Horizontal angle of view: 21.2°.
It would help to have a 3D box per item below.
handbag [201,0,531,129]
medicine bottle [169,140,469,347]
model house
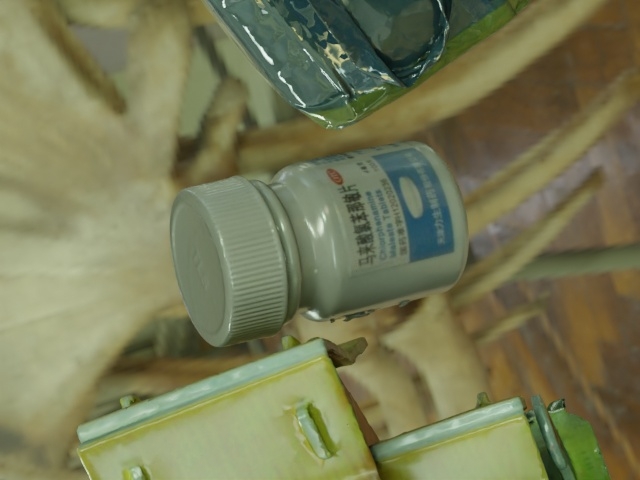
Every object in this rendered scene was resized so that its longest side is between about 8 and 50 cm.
[{"bbox_3d":[0.019,-0.262,1.472,0.241,0.263,0.222,53,-169,-36],"label":"handbag"},{"bbox_3d":[0.000,0.000,1.077,0.105,0.168,0.105,45,142,52],"label":"medicine bottle"},{"bbox_3d":[0.027,0.205,0.995,0.323,0.300,0.340,60,-168,-49],"label":"model house"}]
